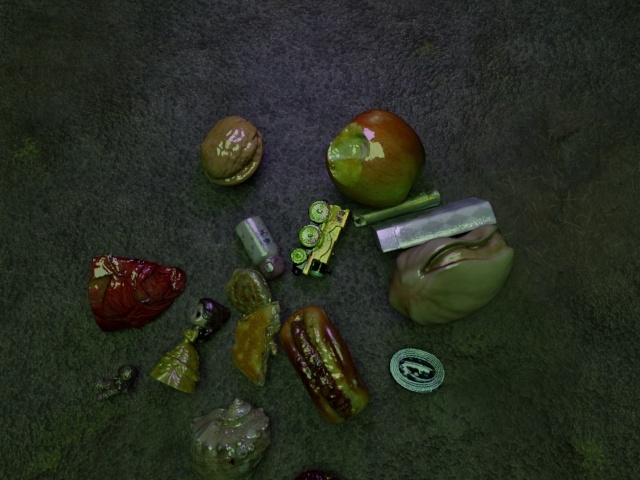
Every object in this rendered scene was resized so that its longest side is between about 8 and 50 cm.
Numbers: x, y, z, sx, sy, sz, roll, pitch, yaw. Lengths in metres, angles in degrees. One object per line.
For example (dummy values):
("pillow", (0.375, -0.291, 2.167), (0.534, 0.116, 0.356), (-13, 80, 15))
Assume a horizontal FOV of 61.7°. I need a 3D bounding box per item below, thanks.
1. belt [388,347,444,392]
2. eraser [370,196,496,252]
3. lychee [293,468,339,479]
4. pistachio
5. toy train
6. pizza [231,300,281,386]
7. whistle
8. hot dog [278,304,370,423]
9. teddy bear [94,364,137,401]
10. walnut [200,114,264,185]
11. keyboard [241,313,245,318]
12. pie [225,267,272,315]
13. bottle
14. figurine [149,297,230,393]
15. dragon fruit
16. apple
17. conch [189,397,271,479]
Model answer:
("belt", (0.328, 0.443, 1.819), (0.190, 0.082, 0.142), (16, 77, 7))
("eraser", (0.384, -0.057, 1.869), (0.396, 0.213, 0.082), (-15, 98, 1))
("lychee", (-0.008, 0.859, 1.684), (0.235, 0.236, 0.272), (12, 104, 6))
("pistachio", (0.424, 0.110, 1.741), (0.445, 0.365, 0.282), (-27, 64, -2))
("toy train", (0.000, 0.000, 1.917), (0.160, 0.100, 0.297), (21, 80, 10))
("pizza", (-0.211, 0.332, 1.831), (0.189, 0.071, 0.297), (22, 101, 37))
("whistle", (0.274, -0.120, 1.950), (0.326, 0.057, 0.068), (-16, 78, 0))
("hot dog", (0.011, 0.409, 1.775), (0.185, 0.223, 0.406), (-30, 79, -6))
("teddy bear", (-0.704, 0.501, 1.875), (0.160, 0.078, 0.119), (-34, 44, 3))
("walnut", (-0.327, -0.321, 1.943), (0.256, 0.224, 0.258), (-2, 79, 11))
("keyboard", (-0.264, 0.308, 1.918), (0.053, 0.010, 0.155), (9, 79, 4))
("pie", (-0.251, 0.185, 1.887), (0.163, 0.079, 0.194), (-27, 88, 22))
("bottle", (-0.209, 0.033, 1.921), (0.109, 0.110, 0.233), (-30, 78, -3))
("figurine", (-0.444, 0.346, 1.849), (0.167, 0.187, 0.316), (23, 74, -2))
("dragon fruit", (-0.651, 0.139, 1.909), (0.329, 0.303, 0.240), (-13, 45, -15))
("apple", (0.197, -0.274, 1.847), (0.338, 0.339, 0.340), (-1, 78, 3))
("conch", (-0.318, 0.692, 1.753), (0.296, 0.210, 0.353), (4, 76, 19))
